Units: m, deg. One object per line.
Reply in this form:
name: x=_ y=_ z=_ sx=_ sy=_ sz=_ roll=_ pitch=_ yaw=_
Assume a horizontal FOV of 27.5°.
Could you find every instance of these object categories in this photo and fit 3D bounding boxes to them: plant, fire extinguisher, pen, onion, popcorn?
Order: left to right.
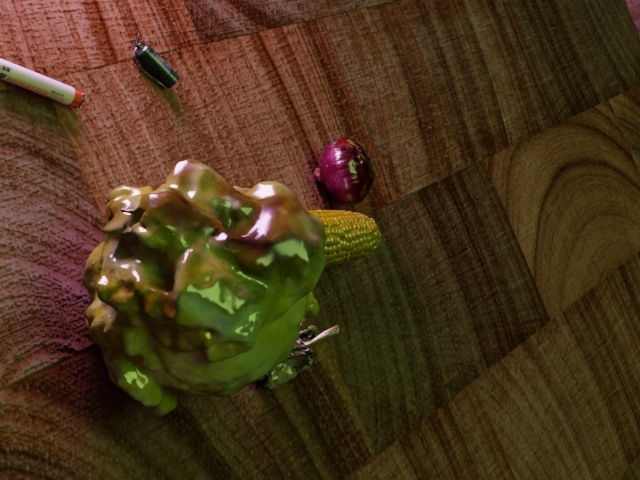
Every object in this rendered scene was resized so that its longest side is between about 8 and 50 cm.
pen: x=-0.382 y=-0.207 z=1.610 sx=0.218 sy=0.026 sz=0.026 roll=20 pitch=58 yaw=-46
fire extinguisher: x=-0.234 y=-0.246 z=1.819 sx=0.083 sy=0.025 sz=0.038 roll=47 pitch=64 yaw=-27
popcorn: x=-0.151 y=0.052 z=1.577 sx=0.312 sy=0.312 sz=0.312 roll=27 pitch=53 yaw=-42
plant: x=-0.033 y=0.151 z=1.804 sx=0.104 sy=0.122 sz=0.116 roll=65 pitch=28 yaw=-24
onion: x=0.037 y=-0.106 z=2.042 sx=0.107 sy=0.097 sz=0.107 roll=-9 pitch=90 yaw=-81

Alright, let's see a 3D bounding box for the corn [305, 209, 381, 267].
corn: x=-0.004 y=-0.002 z=1.934 sx=0.091 sy=0.091 sz=0.260 roll=38 pitch=23 yaw=31
